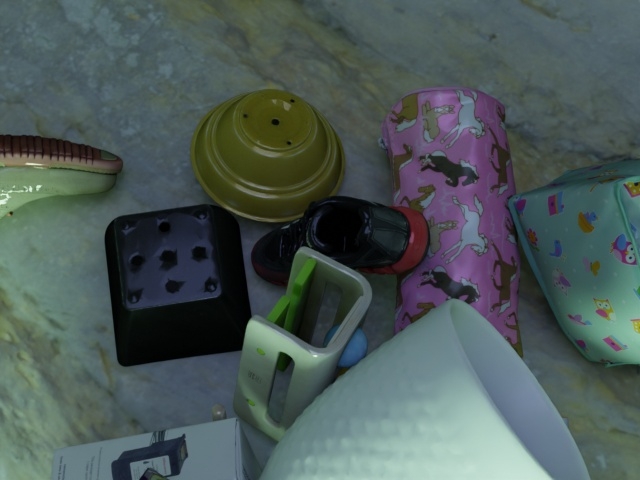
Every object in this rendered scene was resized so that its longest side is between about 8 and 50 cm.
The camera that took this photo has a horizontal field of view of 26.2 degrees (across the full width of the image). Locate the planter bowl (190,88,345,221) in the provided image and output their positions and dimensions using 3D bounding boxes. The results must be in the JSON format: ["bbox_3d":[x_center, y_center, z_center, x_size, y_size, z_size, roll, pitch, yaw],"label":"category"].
[{"bbox_3d":[-0.066,-0.139,1.873,0.217,0.090,0.217,4,59,-7],"label":"planter bowl"}]

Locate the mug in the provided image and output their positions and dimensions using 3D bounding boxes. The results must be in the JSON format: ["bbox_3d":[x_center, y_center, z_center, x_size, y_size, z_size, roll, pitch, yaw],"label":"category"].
[{"bbox_3d":[0.119,0.277,1.623,0.328,0.374,0.276,-36,67,15],"label":"mug"}]

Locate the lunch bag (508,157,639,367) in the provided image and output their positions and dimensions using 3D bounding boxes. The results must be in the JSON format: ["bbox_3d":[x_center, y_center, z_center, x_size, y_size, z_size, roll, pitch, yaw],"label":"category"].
[{"bbox_3d":[0.389,0.037,1.746,0.160,0.223,0.262,-24,98,-30],"label":"lunch bag"}]

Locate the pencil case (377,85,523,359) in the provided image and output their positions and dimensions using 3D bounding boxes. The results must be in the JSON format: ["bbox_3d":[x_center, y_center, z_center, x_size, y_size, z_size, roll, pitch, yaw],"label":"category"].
[{"bbox_3d":[0.173,-0.006,1.826,0.160,0.167,0.386,12,67,-39],"label":"pencil case"}]

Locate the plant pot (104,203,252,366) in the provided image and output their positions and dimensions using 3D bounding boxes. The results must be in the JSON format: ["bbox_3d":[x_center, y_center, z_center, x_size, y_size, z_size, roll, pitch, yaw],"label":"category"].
[{"bbox_3d":[-0.193,0.045,1.800,0.188,0.167,0.187,-8,72,-2],"label":"plant pot"}]

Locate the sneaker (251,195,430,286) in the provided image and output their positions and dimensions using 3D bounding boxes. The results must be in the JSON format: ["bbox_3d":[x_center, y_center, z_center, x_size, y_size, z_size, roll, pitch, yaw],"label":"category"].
[{"bbox_3d":[0.000,-0.001,1.777,0.276,0.135,0.098,-9,72,39],"label":"sneaker"}]

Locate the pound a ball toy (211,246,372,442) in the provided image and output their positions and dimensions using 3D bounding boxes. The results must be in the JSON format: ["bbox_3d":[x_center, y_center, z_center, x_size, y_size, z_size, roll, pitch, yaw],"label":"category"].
[{"bbox_3d":[-0.036,0.186,1.701,0.135,0.319,0.208,28,58,10],"label":"pound a ball toy"}]

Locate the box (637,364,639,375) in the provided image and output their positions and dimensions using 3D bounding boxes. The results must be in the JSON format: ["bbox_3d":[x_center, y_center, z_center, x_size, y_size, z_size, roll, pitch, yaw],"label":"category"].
[{"bbox_3d":[0.588,0.071,1.856,0.322,0.058,0.232,2,72,-1],"label":"box"}]

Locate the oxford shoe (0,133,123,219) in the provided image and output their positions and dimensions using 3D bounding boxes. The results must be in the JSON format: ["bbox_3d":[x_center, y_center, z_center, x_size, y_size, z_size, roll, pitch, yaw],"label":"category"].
[{"bbox_3d":[-0.467,-0.064,1.874,0.396,0.140,0.147,-2,103,-6],"label":"oxford shoe"}]

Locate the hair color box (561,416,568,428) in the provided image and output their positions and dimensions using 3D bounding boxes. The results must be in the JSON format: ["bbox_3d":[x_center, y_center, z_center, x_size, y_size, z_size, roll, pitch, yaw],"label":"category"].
[{"bbox_3d":[0.286,0.302,1.785,0.072,0.043,0.141,2,71,0],"label":"hair color box"}]

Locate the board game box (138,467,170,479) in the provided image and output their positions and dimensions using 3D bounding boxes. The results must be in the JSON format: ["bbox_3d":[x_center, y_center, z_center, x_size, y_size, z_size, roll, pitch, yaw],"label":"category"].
[{"bbox_3d":[-0.165,0.438,1.602,0.208,0.347,0.056,26,36,6],"label":"board game box"}]

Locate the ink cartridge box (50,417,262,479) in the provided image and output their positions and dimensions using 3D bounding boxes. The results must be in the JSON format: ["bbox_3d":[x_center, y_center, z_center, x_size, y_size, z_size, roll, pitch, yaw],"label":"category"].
[{"bbox_3d":[-0.188,0.320,1.675,0.237,0.172,0.100,-11,45,8],"label":"ink cartridge box"}]
